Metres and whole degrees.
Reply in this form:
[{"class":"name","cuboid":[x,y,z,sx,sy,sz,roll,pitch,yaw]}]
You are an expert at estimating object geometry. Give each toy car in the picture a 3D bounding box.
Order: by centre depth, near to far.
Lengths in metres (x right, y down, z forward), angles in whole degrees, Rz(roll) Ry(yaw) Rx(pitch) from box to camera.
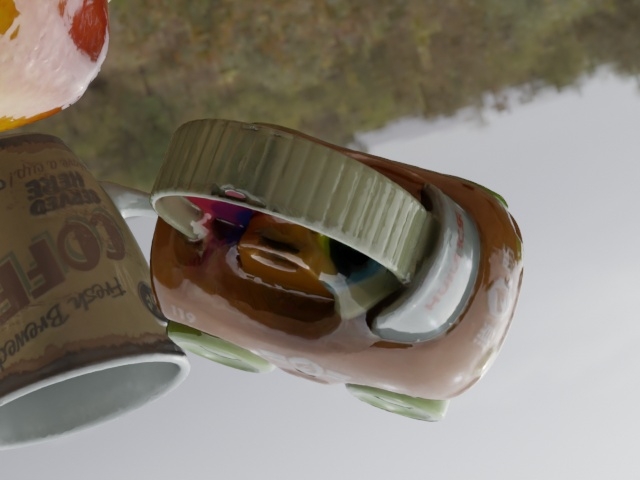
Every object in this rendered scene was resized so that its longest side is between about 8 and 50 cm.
[{"class":"toy car","cuboid":[0.000,0.000,0.874,0.235,0.145,0.235,18,168,4]}]

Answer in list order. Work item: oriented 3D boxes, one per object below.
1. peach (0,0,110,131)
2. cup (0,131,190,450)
[{"class":"peach","cuboid":[-0.292,-0.200,1.004,0.308,0.289,0.289,-3,177,-29]},{"class":"cup","cuboid":[-0.225,0.028,1.430,0.301,0.257,0.227,-15,166,-13]}]
